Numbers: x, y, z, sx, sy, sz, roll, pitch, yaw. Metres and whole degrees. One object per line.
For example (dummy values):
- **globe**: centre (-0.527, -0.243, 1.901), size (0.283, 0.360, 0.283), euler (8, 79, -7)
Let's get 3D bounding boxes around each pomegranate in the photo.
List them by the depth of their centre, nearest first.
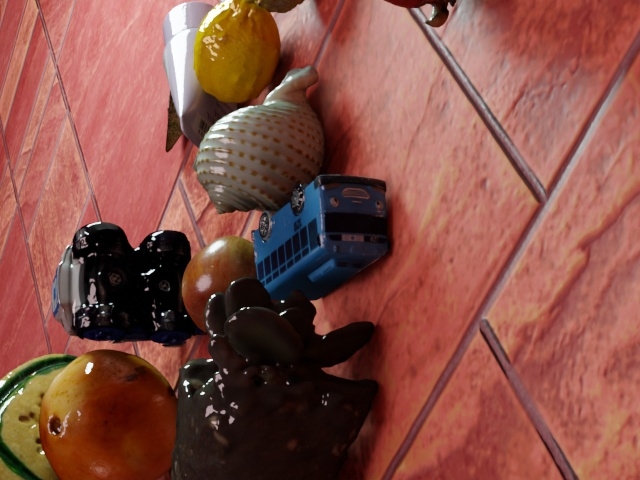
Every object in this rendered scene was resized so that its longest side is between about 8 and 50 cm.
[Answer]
- **pomegranate**: centre (-0.297, 0.263, 1.846), size (0.209, 0.209, 0.209), euler (-21, 66, 60)

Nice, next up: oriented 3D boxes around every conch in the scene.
- **conch**: centre (-0.056, -0.102, 1.534), size (0.131, 0.200, 0.172), euler (53, 163, 2)

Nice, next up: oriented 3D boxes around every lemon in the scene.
- **lemon**: centre (-0.106, -0.246, 1.674), size (0.114, 0.114, 0.155), euler (-115, 28, -45)

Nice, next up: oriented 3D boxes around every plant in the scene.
- **plant**: centre (-0.061, 0.181, 1.412), size (0.188, 0.199, 0.276), euler (-141, 63, -65)

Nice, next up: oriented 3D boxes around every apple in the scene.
- **apple**: centre (-0.110, 0.057, 1.614), size (0.102, 0.126, 0.126), euler (-88, 23, -46)

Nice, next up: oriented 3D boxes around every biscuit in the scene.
- **biscuit**: centre (-0.377, 0.313, 1.932), size (0.057, 0.287, 0.344), euler (-50, 0, 35)

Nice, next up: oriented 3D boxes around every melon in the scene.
- **melon**: centre (-0.213, -0.228, 1.951), size (0.098, 0.054, 0.182), euler (155, 118, -66)

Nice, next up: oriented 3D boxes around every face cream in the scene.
- **face cream**: centre (-0.159, -0.203, 1.772), size (0.096, 0.154, 0.274), euler (-23, 51, 14)

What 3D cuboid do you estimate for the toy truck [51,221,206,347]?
- **toy truck**: centre (-0.269, 0.082, 1.818), size (0.177, 0.213, 0.161), euler (134, 136, -56)

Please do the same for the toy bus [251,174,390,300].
- **toy bus**: centre (0.000, 0.000, 1.449), size (0.184, 0.090, 0.106), euler (-37, 53, 57)

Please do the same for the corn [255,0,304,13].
- **corn**: centre (-0.054, -0.435, 1.632), size (0.106, 0.106, 0.305), euler (-15, 74, 61)

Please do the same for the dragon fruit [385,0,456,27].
- **dragon fruit**: centre (0.069, -0.316, 1.279), size (0.282, 0.211, 0.147), euler (-80, 16, -65)
